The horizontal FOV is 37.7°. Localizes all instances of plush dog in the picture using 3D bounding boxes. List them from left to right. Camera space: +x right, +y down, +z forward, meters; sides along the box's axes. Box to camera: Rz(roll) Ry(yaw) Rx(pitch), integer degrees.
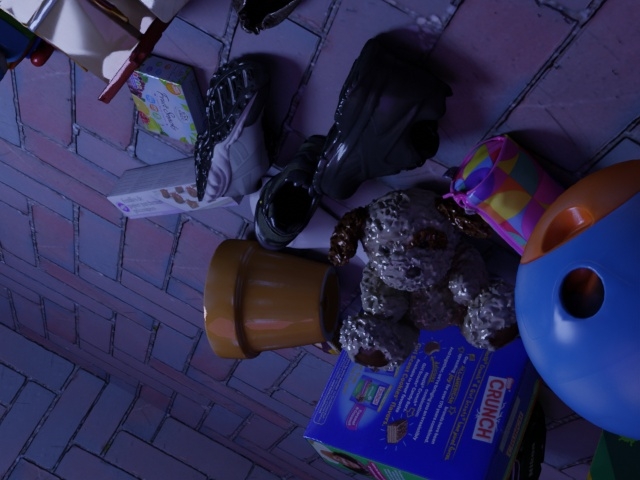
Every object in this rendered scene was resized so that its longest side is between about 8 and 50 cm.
[{"bbox_3d":[0.137,0.026,1.278,0.262,0.211,0.225,-11,126,13],"label":"plush dog"}]

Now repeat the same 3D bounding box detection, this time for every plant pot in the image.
[{"bbox_3d":[-0.072,0.101,1.582,0.188,0.205,0.205,1,147,16],"label":"plant pot"}]

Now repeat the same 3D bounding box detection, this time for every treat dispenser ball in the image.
[{"bbox_3d":[0.344,0.059,0.950,0.288,0.288,0.288,23,154,12],"label":"treat dispenser ball"}]

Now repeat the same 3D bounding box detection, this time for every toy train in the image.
[{"bbox_3d":[-0.463,-0.256,1.343,0.105,0.143,0.248,37,153,-16],"label":"toy train"}]

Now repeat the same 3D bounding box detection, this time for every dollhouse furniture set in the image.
[{"bbox_3d":[-0.197,-0.334,0.980,0.201,0.152,0.374,38,136,-17],"label":"dollhouse furniture set"}]

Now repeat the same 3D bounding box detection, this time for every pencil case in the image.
[{"bbox_3d":[0.254,-0.023,1.111,0.236,0.104,0.104,37,153,-19],"label":"pencil case"}]

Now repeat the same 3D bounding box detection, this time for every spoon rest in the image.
[{"bbox_3d":[0.000,0.000,1.455,0.276,0.084,0.137,43,153,1],"label":"spoon rest"}]

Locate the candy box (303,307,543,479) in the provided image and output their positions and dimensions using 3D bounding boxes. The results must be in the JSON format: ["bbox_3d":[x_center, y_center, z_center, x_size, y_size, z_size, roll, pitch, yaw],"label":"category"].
[{"bbox_3d":[0.173,0.270,1.536,0.317,0.268,0.122,11,152,32],"label":"candy box"}]

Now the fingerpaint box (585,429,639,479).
[{"bbox_3d":[0.518,0.482,1.468,0.163,0.371,0.445,12,150,31],"label":"fingerpaint box"}]

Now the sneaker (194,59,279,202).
[{"bbox_3d":[-0.102,-0.148,1.266,0.108,0.100,0.271,-2,152,-18],"label":"sneaker"}]

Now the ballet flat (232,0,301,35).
[{"bbox_3d":[-0.037,-0.281,0.969,0.084,0.058,0.250,34,154,-13],"label":"ballet flat"}]

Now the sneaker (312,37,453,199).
[{"bbox_3d":[0.071,-0.116,1.123,0.130,0.109,0.286,22,157,-1],"label":"sneaker"}]

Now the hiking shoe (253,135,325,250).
[{"bbox_3d":[-0.053,-0.046,1.310,0.086,0.114,0.227,33,138,0],"label":"hiking shoe"}]

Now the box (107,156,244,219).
[{"bbox_3d":[-0.232,-0.087,1.519,0.324,0.067,0.063,-5,139,48],"label":"box"}]

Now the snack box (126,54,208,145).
[{"bbox_3d":[-0.216,-0.199,1.326,0.100,0.037,0.141,18,153,18],"label":"snack box"}]

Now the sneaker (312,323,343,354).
[{"bbox_3d":[-0.011,0.159,1.746,0.084,0.070,0.185,2,144,34],"label":"sneaker"}]

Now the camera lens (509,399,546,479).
[{"bbox_3d":[0.248,0.351,1.668,0.274,0.219,0.219,12,150,31],"label":"camera lens"}]
